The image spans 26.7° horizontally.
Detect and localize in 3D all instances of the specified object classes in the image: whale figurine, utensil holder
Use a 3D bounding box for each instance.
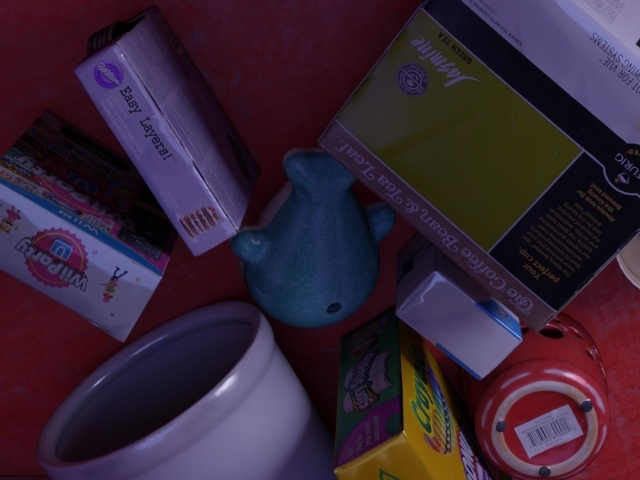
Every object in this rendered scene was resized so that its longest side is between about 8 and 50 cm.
[{"bbox_3d":[0.000,0.000,1.630,0.216,0.141,0.272,-9,142,-19],"label":"whale figurine"},{"bbox_3d":[-0.121,0.326,1.708,0.327,0.327,0.385,-26,109,11],"label":"utensil holder"}]

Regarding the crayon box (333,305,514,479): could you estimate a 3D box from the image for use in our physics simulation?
[{"bbox_3d":[0.140,0.289,1.660,0.106,0.363,0.313,-29,106,12],"label":"crayon box"}]

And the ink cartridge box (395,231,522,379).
[{"bbox_3d":[0.169,0.066,1.671,0.139,0.191,0.082,38,108,-11],"label":"ink cartridge box"}]

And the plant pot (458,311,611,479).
[{"bbox_3d":[0.276,0.199,1.726,0.191,0.174,0.191,1,108,3],"label":"plant pot"}]

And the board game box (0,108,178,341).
[{"bbox_3d":[-0.281,-0.026,1.594,0.224,0.303,0.097,31,108,-9],"label":"board game box"}]

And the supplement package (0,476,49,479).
[{"bbox_3d":[-0.468,0.394,1.857,0.179,0.105,0.105,0,109,3],"label":"supplement package"}]

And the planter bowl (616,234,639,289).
[{"bbox_3d":[0.440,-0.019,1.672,0.162,0.109,0.162,2,110,5],"label":"planter bowl"}]

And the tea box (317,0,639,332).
[{"bbox_3d":[0.236,-0.142,1.482,0.329,0.220,0.323,42,122,2],"label":"tea box"}]

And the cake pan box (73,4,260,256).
[{"bbox_3d":[-0.173,-0.140,1.581,0.070,0.246,0.267,-29,107,11],"label":"cake pan box"}]
